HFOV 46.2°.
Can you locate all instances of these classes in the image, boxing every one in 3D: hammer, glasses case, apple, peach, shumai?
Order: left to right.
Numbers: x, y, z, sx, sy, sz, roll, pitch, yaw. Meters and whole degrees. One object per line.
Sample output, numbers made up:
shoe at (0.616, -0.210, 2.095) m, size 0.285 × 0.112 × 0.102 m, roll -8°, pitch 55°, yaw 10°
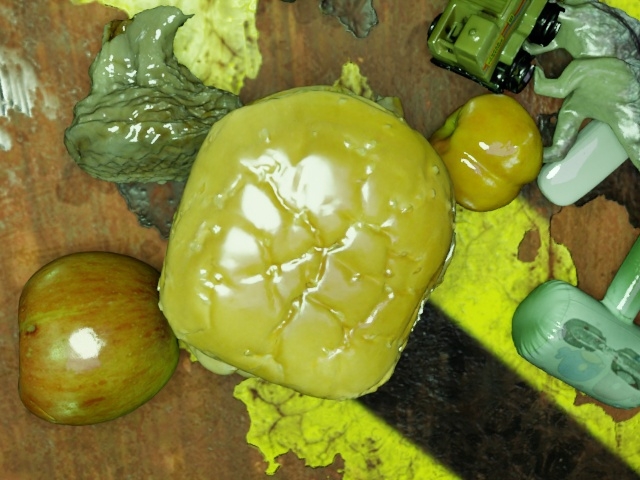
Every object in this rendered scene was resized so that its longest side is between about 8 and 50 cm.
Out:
apple at (-0.251, 0.109, 0.854) m, size 0.195 × 0.196 × 0.196 m, roll -2°, pitch 106°, yaw -8°
shumai at (-0.176, -0.158, 0.825) m, size 0.205 × 0.166 × 0.176 m, roll -2°, pitch 80°, yaw -20°
peach at (0.198, -0.103, 0.893) m, size 0.138 × 0.138 × 0.138 m, roll -2°, pitch 106°, yaw -8°
glasses case at (0.350, -0.112, 0.959) m, size 0.164 × 0.041 × 0.063 m, roll -43°, pitch 106°, yaw 4°
hammer at (0.408, 0.045, 0.986) m, size 0.206 × 0.119 × 0.336 m, roll 30°, pitch 93°, yaw -16°

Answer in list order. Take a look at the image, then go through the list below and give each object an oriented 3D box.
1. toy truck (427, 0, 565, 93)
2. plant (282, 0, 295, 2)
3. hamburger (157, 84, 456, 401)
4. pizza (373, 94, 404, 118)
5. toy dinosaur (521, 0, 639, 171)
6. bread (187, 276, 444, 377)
toy truck at (0.216, -0.300, 0.821) m, size 0.127 × 0.127 × 0.257 m, roll 33°, pitch 95°, yaw 24°
plant at (-0.042, -0.410, 0.724) m, size 0.215 × 0.213 × 0.312 m, roll 27°, pitch 102°, yaw -13°
hamburger at (0.000, 0.000, 0.739) m, size 0.318 × 0.158 × 0.319 m, roll -2°, pitch 104°, yaw -8°
pizza at (-0.003, -0.124, 0.868) m, size 0.195 × 0.185 × 0.052 m, roll 16°, pitch 146°, yaw 9°
toy dinosaur at (0.325, -0.216, 0.899) m, size 0.162 × 0.077 × 0.294 m, roll -7°, pitch 102°, yaw 1°
bread at (-0.023, 0.041, 0.892) m, size 0.311 × 0.121 × 0.173 m, roll -25°, pitch 88°, yaw -8°
